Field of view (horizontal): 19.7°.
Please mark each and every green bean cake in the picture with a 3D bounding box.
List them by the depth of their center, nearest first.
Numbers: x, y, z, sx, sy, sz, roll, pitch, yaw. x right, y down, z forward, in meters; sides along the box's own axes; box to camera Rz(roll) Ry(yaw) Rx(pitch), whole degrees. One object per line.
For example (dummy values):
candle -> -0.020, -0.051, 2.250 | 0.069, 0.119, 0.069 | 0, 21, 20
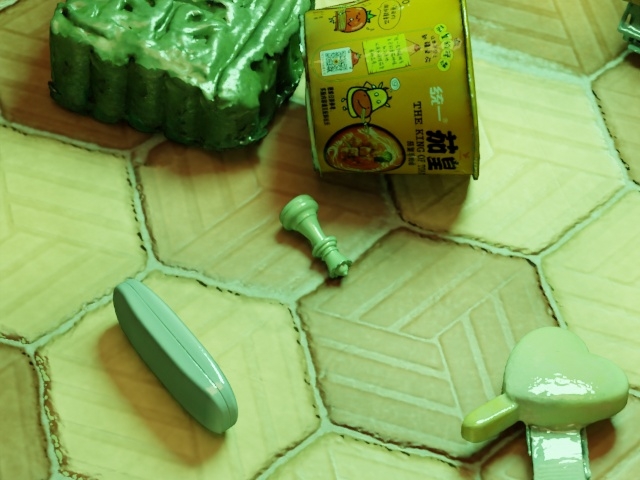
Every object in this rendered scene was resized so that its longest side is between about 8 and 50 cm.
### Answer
green bean cake -> -0.141, -0.225, 1.944 | 0.255, 0.132, 0.241 | 20, 50, 11

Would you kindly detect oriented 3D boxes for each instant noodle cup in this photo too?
instant noodle cup -> 0.070, -0.158, 1.868 | 0.172, 0.216, 0.216 | -6, 53, 3

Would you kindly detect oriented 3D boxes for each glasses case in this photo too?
glasses case -> -0.137, 0.108, 1.725 | 0.045, 0.067, 0.178 | -32, 61, -23

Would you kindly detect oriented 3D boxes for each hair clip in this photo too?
hair clip -> 0.209, 0.169, 1.714 | 0.159, 0.071, 0.218 | 2, 49, 0

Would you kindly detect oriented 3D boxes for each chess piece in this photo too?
chess piece -> 0.000, 0.000, 1.837 | 0.042, 0.042, 0.093 | -28, 65, -23

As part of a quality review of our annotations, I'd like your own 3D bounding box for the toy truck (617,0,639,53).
toy truck -> 0.430, -0.359, 2.059 | 0.133, 0.184, 0.338 | 20, 51, 14
